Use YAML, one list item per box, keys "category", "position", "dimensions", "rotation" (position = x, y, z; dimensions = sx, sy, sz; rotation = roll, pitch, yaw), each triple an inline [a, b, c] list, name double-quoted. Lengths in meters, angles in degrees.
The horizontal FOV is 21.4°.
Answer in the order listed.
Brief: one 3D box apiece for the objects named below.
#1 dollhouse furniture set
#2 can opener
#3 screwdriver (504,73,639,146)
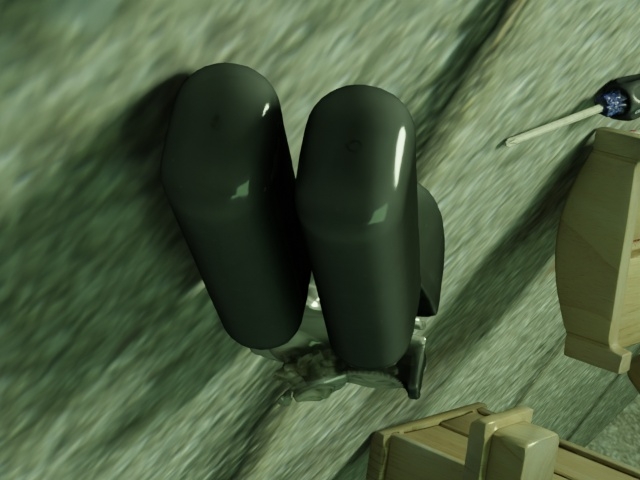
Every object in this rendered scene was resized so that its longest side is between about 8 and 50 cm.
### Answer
- category: "dollhouse furniture set"
  position: [0.139, 0.014, 1.042]
  dimensions: [0.303, 0.174, 0.355]
  rotation: [-10, 112, -49]
- category: "can opener"
  position: [0.000, 0.000, 0.570]
  dimensions: [0.280, 0.074, 0.093]
  rotation: [69, 29, -76]
- category: "screwdriver"
  position: [0.138, -0.066, 0.862]
  dimensions: [0.025, 0.024, 0.170]
  rotation: [-22, 180, 33]
